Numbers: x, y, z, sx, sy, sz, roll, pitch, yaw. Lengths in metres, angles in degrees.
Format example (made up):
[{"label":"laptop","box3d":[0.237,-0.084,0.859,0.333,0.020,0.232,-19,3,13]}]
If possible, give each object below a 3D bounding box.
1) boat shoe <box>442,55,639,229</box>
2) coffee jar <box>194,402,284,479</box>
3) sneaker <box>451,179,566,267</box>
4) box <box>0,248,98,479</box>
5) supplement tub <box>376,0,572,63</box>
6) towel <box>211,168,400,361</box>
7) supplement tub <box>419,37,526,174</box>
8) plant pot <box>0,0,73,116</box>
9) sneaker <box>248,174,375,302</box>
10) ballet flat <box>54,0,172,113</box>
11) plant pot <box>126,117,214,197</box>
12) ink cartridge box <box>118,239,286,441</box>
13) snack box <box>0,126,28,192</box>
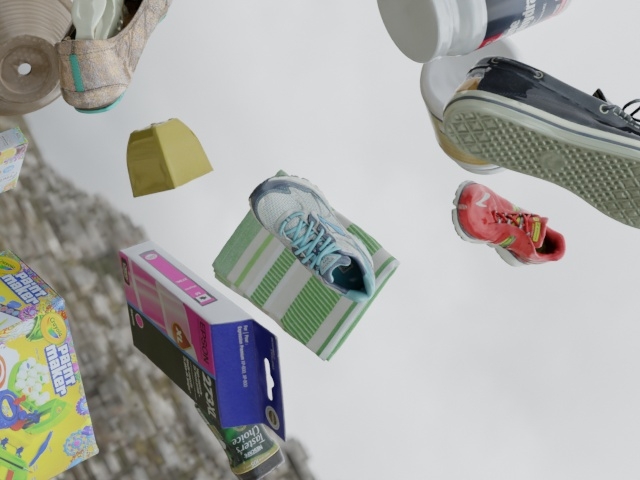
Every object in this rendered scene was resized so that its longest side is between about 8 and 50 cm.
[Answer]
[{"label":"boat shoe","box3d":[0.440,-0.156,2.032,0.500,0.156,0.187,22,-33,-3]},{"label":"coffee jar","box3d":[-0.143,0.346,2.296,0.184,0.096,0.079,61,-22,-11]},{"label":"sneaker","box3d":[0.332,-0.032,2.204,0.118,0.107,0.279,0,-17,43]},{"label":"box","box3d":[-0.495,0.217,1.797,0.177,0.279,0.290,34,-41,43]},{"label":"supplement tub","box3d":[0.242,-0.397,1.959,0.191,0.272,0.191,49,-26,34]},{"label":"towel","box3d":[-0.033,0.047,2.412,0.325,0.248,0.038,37,2,29]},{"label":"supplement tub","box3d":[0.348,-0.293,2.779,0.228,0.228,0.316,57,-1,25]},{"label":"plant pot","box3d":[-0.467,-0.285,1.962,0.110,0.237,0.237,51,-18,47]},{"label":"sneaker","box3d":[0.000,0.000,2.102,0.283,0.110,0.122,39,14,-30]},{"label":"ballet flat","box3d":[-0.239,-0.273,1.479,0.316,0.107,0.106,-87,166,-51]},{"label":"plant pot","box3d":[-0.203,-0.111,1.649,0.081,0.081,0.083,-9,-75,39]},{"label":"ink cartridge box","box3d":[-0.175,0.145,1.842,0.371,0.069,0.176,30,-48,47]},{"label":"snack box","box3d":[-0.541,-0.120,2.091,0.037,0.100,0.141,55,-35,15]}]
